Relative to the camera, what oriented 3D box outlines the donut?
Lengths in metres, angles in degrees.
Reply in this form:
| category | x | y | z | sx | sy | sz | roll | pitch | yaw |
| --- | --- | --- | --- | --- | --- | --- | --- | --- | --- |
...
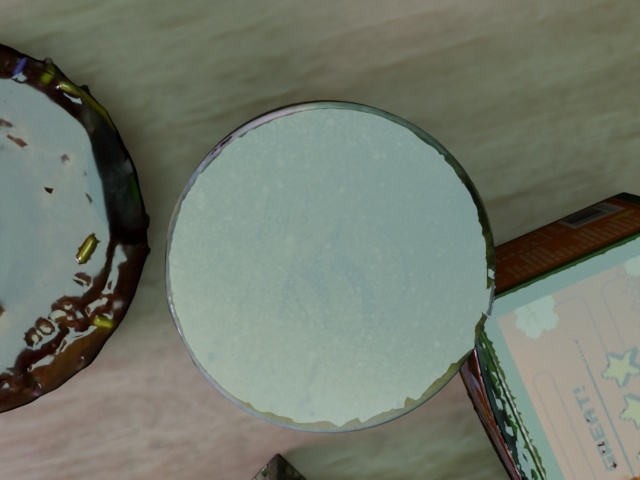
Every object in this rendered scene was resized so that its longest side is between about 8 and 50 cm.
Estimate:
| category | x | y | z | sx | sy | sz | roll | pitch | yaw |
| --- | --- | --- | --- | --- | --- | --- | --- | --- | --- |
| donut | -0.214 | -0.014 | 1.017 | 0.216 | 0.096 | 0.230 | -35 | 94 | -1 |

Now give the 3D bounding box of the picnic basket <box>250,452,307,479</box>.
| category | x | y | z | sx | sy | sz | roll | pitch | yaw |
| --- | --- | --- | --- | --- | --- | --- | --- | --- | --- |
| picnic basket | -0.037 | 0.263 | 1.024 | 0.154 | 0.134 | 0.196 | 43 | 92 | -6 |

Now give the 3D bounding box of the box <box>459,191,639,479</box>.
| category | x | y | z | sx | sy | sz | roll | pitch | yaw |
| --- | --- | --- | --- | --- | --- | --- | --- | --- | --- |
| box | 0.166 | 0.082 | 0.983 | 0.148 | 0.195 | 0.178 | -23 | 95 | 0 |

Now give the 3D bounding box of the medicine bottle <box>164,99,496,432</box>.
| category | x | y | z | sx | sy | sz | roll | pitch | yaw |
| --- | --- | --- | --- | --- | --- | --- | --- | --- | --- |
| medicine bottle | 0.000 | 0.000 | 0.908 | 0.151 | 0.322 | 0.151 | 0 | 95 | -2 |
